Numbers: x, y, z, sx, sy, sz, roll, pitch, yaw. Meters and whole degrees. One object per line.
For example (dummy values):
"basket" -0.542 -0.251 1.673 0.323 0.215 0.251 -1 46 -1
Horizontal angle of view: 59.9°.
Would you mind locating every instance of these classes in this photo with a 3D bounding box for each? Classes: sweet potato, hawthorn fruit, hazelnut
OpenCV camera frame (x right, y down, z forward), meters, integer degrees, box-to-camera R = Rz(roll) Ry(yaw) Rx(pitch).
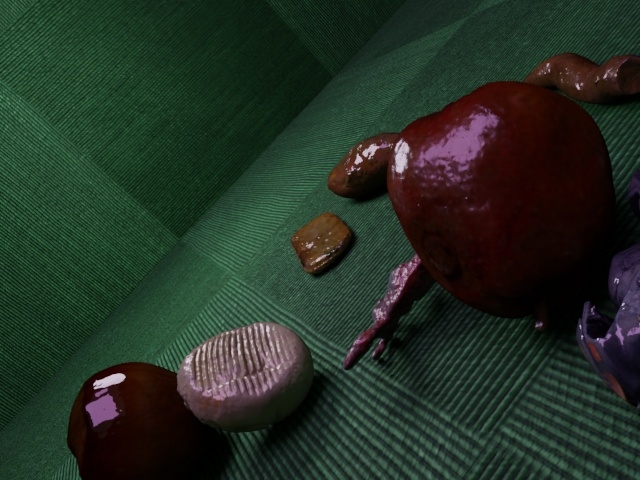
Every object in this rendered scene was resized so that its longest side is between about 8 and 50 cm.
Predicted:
"sweet potato" 0.373 -0.238 0.807 0.281 0.059 0.067 -99 21 -71
"hawthorn fruit" 0.184 -0.027 0.559 0.224 0.224 0.260 -31 57 35
"hazelnut" -0.261 0.285 0.835 0.217 0.217 0.251 -55 -2 -26
"sweet potato" 0.137 -0.158 1.062 0.385 0.109 0.109 -16 35 53

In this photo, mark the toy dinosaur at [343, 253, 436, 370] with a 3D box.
"toy dinosaur" 0.116 0.044 0.686 0.242 0.053 0.167 -57 -16 16

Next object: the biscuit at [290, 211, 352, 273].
"biscuit" 0.000 0.000 1.124 0.118 0.029 0.247 -37 19 1

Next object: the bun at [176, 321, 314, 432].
"bun" -0.102 0.193 0.772 0.188 0.111 0.164 -18 40 -10

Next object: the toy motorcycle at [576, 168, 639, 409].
"toy motorcycle" 0.280 0.023 0.405 0.173 0.108 0.307 -27 23 53
